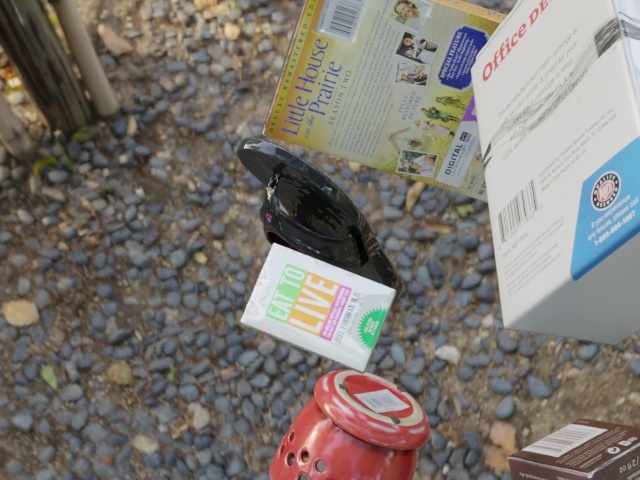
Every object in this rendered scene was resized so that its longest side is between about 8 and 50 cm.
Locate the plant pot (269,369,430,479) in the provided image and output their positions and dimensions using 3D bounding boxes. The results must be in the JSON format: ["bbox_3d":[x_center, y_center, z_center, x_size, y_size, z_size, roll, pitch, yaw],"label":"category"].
[{"bbox_3d":[0.045,0.283,1.350,0.191,0.191,0.174,26,107,17],"label":"plant pot"}]

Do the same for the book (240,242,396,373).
[{"bbox_3d":[-0.002,0.074,1.066,0.144,0.035,0.096,20,75,10],"label":"book"}]

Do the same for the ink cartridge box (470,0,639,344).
[{"bbox_3d":[0.327,-0.120,1.136,0.166,0.285,0.395,10,58,-20],"label":"ink cartridge box"}]

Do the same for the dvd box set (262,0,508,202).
[{"bbox_3d":[0.147,-0.253,1.600,0.420,0.308,0.062,15,30,-8],"label":"dvd box set"}]

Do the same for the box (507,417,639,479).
[{"bbox_3d":[0.406,0.389,1.435,0.168,0.167,0.203,-19,98,-32],"label":"box"}]

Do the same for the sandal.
[{"bbox_3d":[0.002,0.001,1.589,0.167,0.446,0.107,13,63,41],"label":"sandal"}]
